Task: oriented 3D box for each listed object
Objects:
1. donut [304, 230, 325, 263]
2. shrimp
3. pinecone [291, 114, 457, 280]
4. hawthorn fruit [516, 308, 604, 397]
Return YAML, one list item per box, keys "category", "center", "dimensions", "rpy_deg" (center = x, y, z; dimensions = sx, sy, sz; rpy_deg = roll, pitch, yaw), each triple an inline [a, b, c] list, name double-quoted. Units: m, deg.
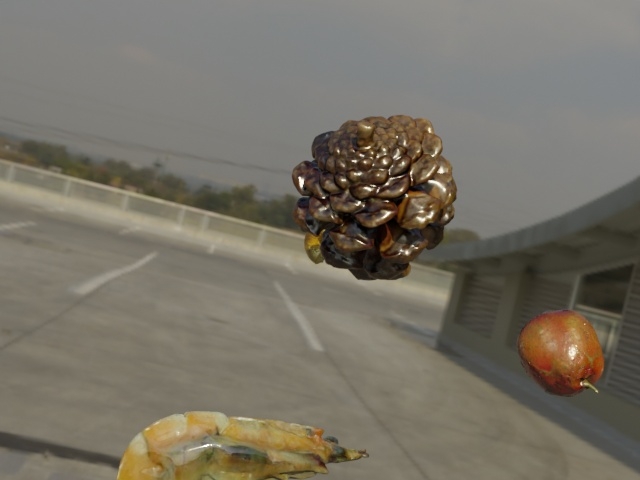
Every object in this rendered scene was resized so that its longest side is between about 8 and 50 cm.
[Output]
- category: "donut"
  center: [0.000, 0.000, 1.647]
  dimensions: [0.083, 0.067, 0.038]
  rpy_deg: [-35, -8, 40]
- category: "shrimp"
  center: [-0.072, 0.247, 0.903]
  dimensions: [0.254, 0.145, 0.059]
  rpy_deg: [12, -10, -19]
- category: "pinecone"
  center: [0.081, -0.051, 1.333]
  dimensions: [0.244, 0.244, 0.309]
  rpy_deg: [14, -24, 22]
- category: "hawthorn fruit"
  center: [0.207, 0.099, 0.789]
  dimensions: [0.077, 0.077, 0.077]
  rpy_deg: [14, 0, 0]
